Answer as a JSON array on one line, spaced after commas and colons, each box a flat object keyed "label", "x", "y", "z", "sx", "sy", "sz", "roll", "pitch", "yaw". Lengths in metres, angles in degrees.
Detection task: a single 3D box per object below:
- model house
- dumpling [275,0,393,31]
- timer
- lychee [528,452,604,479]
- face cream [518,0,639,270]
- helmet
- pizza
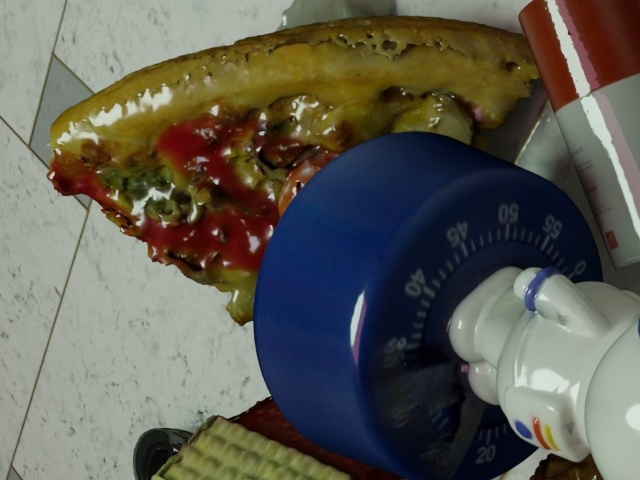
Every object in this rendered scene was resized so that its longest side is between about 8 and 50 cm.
[{"label": "model house", "x": -0.032, "y": 0.264, "z": 1.052, "sx": 0.196, "sy": 0.254, "sz": 0.160, "roll": 19, "pitch": 116, "yaw": 40}, {"label": "dumpling", "x": 0.002, "y": -0.153, "z": 1.000, "sx": 0.108, "sy": 0.127, "sz": 0.188, "roll": 40, "pitch": 119, "yaw": 38}, {"label": "timer", "x": 0.158, "y": 0.080, "z": 0.724, "sx": 0.384, "sy": 0.270, "sz": 0.270, "roll": 20, "pitch": 114, "yaw": 54}, {"label": "lychee", "x": 0.247, "y": 0.236, "z": 0.826, "sx": 0.200, "sy": 0.200, "sz": 0.238, "roll": 59, "pitch": 141, "yaw": 15}, {"label": "face cream", "x": 0.233, "y": -0.093, "z": 0.822, "sx": 0.096, "sy": 0.096, "sz": 0.214, "roll": -25, "pitch": 82, "yaw": 43}, {"label": "helmet", "x": -0.146, "y": 0.304, "z": 1.272, "sx": 0.177, "sy": 0.107, "sz": 0.153, "roll": 56, "pitch": 137, "yaw": 43}, {"label": "pizza", "x": 0.000, "y": 0.000, "z": 0.978, "sx": 0.440, "sy": 0.130, "sz": 0.406, "roll": -10, "pitch": 123, "yaw": 8}]
